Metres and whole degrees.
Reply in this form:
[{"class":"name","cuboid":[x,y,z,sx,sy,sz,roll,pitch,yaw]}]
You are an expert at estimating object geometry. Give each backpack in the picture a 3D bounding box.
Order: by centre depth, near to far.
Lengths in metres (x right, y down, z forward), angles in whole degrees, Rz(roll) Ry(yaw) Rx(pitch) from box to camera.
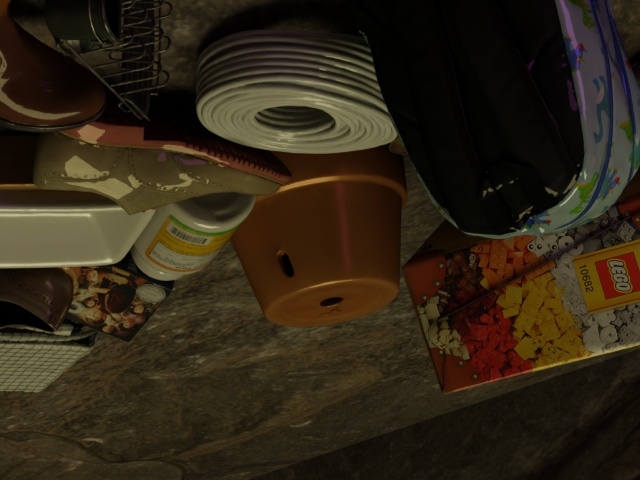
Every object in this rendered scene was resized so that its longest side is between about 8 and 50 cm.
[{"class":"backpack","cuboid":[0.201,-0.176,1.579,0.290,0.355,0.273,-25,157,32]}]

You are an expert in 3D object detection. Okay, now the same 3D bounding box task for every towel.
[{"class":"towel","cuboid":[-0.539,0.155,2.442,0.284,0.121,0.235,5,153,-33]}]

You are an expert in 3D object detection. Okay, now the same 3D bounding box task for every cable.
[{"class":"cable","cuboid":[-0.025,-0.173,1.785,0.257,0.089,0.257,8,164,-15]}]

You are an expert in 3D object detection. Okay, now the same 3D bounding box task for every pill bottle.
[{"class":"pill bottle","cuboid":[-0.189,-0.033,2.080,0.136,0.136,0.245,-2,159,-23]}]

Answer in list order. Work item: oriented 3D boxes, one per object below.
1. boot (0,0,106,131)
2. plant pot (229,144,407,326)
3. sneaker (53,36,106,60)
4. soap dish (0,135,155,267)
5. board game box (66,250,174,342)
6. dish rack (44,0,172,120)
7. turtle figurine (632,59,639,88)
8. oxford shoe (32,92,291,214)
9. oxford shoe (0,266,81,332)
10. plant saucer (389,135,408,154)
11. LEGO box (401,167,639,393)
[{"class":"boot","cuboid":[-0.310,-0.237,1.482,0.264,0.096,0.280,26,146,-12]},{"class":"plant pot","cuboid":[0.000,0.000,2.175,0.291,0.203,0.291,-10,159,-4]},{"class":"sneaker","cuboid":[-0.252,-0.253,1.583,0.076,0.065,0.166,-24,166,-14]},{"class":"soap dish","cuboid":[-0.373,-0.052,1.956,0.291,0.118,0.229,-2,159,-25]},{"class":"board game box","cuboid":[-0.359,0.056,2.201,0.243,0.042,0.165,23,138,-18]},{"class":"dish rack","cuboid":[-0.188,-0.242,1.427,0.074,0.208,0.271,-3,163,13]},{"class":"turtle figurine","cuboid":[0.378,-0.162,2.058,0.175,0.118,0.234,-22,154,-38]},{"class":"oxford shoe","cuboid":[-0.201,-0.095,1.869,0.348,0.123,0.130,12,114,-31]},{"class":"oxford shoe","cuboid":[-0.528,0.062,2.088,0.364,0.132,0.130,2,150,9]},{"class":"plant saucer","cuboid":[0.138,-0.147,2.121,0.083,0.015,0.083,-9,160,-3]},{"class":"LEGO box","cuboid":[0.360,0.028,2.173,0.373,0.193,0.500,-16,-174,16]}]
